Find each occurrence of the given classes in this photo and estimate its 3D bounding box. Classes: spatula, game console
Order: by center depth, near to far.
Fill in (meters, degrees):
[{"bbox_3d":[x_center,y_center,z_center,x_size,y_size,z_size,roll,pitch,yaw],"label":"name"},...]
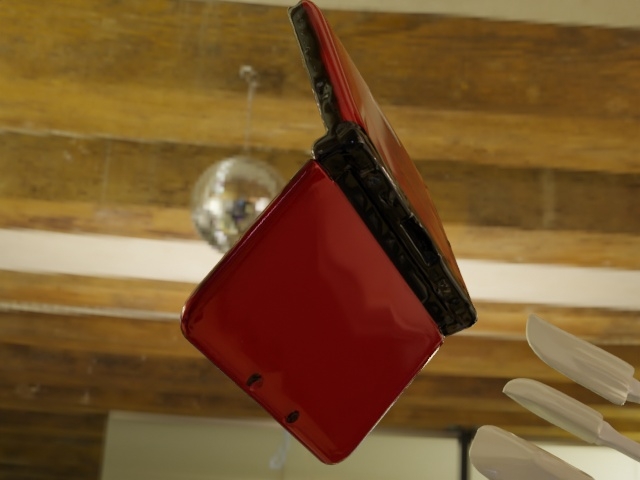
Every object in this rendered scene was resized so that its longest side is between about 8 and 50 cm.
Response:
[{"bbox_3d":[0.000,0.000,0.484,0.085,0.124,0.144,-25,-38,10],"label":"game console"},{"bbox_3d":[0.226,0.154,0.801,0.242,0.168,0.019,29,-53,6],"label":"spatula"}]
